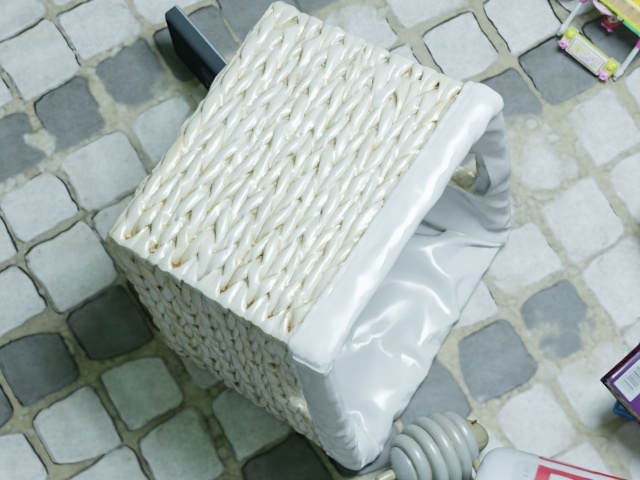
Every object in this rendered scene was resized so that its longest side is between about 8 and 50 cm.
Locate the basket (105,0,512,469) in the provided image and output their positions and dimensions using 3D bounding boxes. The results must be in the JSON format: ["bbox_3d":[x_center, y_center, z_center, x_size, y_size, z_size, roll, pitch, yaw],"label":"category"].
[{"bbox_3d":[0.000,0.000,1.821,0.266,0.328,0.331,27,72,18],"label":"basket"}]

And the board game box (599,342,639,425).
[{"bbox_3d":[0.476,0.101,1.826,0.347,0.056,0.208,-41,88,-3],"label":"board game box"}]

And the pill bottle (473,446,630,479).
[{"bbox_3d":[0.323,0.350,1.701,0.407,0.229,0.229,14,69,10],"label":"pill bottle"}]

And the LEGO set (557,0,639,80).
[{"bbox_3d":[0.310,-0.282,2.054,0.132,0.107,0.287,-12,57,-39],"label":"LEGO set"}]

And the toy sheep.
[{"bbox_3d":[0.114,0.220,1.848,0.132,0.091,0.091,-23,67,-26],"label":"toy sheep"}]

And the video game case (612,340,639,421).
[{"bbox_3d":[0.402,0.155,1.891,0.166,0.015,0.119,21,71,12],"label":"video game case"}]

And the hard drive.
[{"bbox_3d":[-0.121,-0.190,2.027,0.022,0.094,0.135,-37,70,-10],"label":"hard drive"}]
